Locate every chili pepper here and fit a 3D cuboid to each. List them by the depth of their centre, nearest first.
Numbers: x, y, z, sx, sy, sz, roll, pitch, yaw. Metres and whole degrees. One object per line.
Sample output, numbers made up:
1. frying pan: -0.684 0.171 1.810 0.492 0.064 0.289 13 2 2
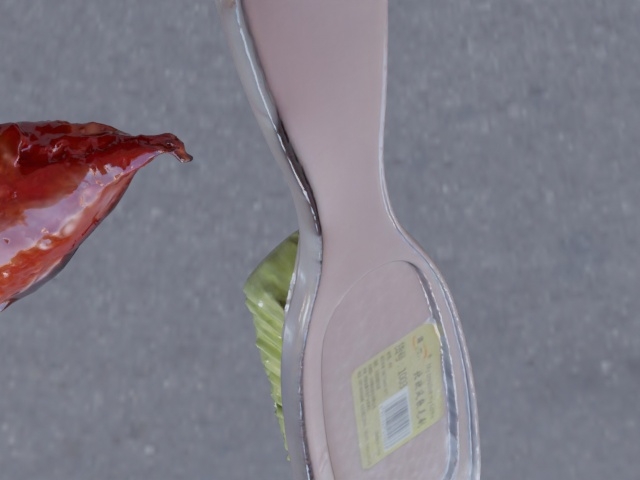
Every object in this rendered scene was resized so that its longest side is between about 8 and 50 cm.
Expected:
1. chili pepper: -0.139 0.034 0.414 0.268 0.059 0.050 -26 159 29

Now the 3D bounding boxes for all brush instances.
1. brush: -0.002 0.000 0.617 0.072 0.067 0.313 -37 143 -21
